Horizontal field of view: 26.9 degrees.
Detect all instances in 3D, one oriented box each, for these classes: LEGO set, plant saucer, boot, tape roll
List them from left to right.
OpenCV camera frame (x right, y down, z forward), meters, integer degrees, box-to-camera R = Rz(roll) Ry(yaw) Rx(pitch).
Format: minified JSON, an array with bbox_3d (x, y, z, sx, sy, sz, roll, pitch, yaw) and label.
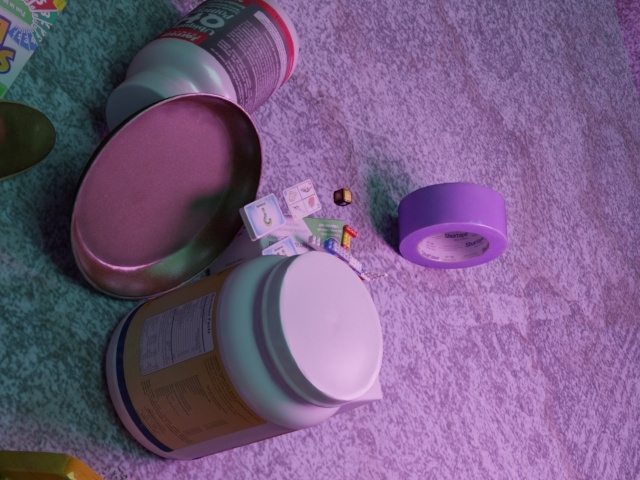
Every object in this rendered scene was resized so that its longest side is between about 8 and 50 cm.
[{"bbox_3d":[-0.423,-0.125,1.634,0.305,0.115,0.112,-7,90,-54],"label":"boot"},{"bbox_3d":[-0.212,-0.065,1.797,0.050,0.310,0.311,36,20,36],"label":"plant saucer"},{"bbox_3d":[0.000,0.000,1.950,0.244,0.060,0.182,-27,97,-54],"label":"LEGO set"},{"bbox_3d":[0.229,-0.024,2.328,0.189,0.189,0.080,26,54,-41],"label":"tape roll"}]

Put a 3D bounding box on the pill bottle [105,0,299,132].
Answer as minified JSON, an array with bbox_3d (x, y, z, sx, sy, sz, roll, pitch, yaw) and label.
[{"bbox_3d":[-0.174,-0.234,1.952,0.176,0.176,0.318,57,38,-14],"label":"pill bottle"}]

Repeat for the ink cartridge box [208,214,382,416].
[{"bbox_3d":[-0.039,0.117,1.989,0.211,0.122,0.289,3,70,-50],"label":"ink cartridge box"}]

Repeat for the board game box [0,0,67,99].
[{"bbox_3d":[-0.437,-0.280,1.775,0.124,0.039,0.259,46,46,-26],"label":"board game box"}]

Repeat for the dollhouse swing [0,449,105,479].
[{"bbox_3d":[-0.245,0.417,1.450,0.315,0.305,0.346,46,44,-27],"label":"dollhouse swing"}]

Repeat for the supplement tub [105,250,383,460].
[{"bbox_3d":[-0.099,0.149,1.742,0.228,0.316,0.228,26,54,-42],"label":"supplement tub"}]
